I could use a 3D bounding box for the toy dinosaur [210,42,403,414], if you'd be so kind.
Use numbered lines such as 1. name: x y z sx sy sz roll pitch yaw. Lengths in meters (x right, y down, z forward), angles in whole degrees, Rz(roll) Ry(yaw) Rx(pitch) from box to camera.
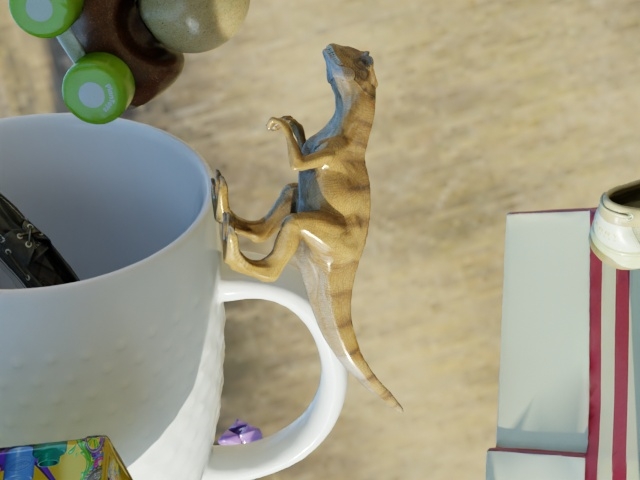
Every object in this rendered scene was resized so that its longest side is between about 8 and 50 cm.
1. toy dinosaur: 0.000 0.000 1.017 0.064 0.112 0.212 -146 56 -75

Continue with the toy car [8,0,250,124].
1. toy car: -0.112 -0.195 1.410 0.149 0.188 0.155 60 -158 -17

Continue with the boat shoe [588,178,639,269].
1. boat shoe: 0.233 -0.028 1.129 0.048 0.153 0.056 92 157 -48

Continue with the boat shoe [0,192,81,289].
1. boat shoe: -0.226 0.010 1.461 0.040 0.049 0.142 -25 106 42

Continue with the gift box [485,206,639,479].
1. gift box: 0.257 0.112 1.360 0.255 0.276 0.258 -4 82 47

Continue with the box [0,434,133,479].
1. box: -0.264 0.305 1.245 0.177 0.290 0.279 71 -164 -51

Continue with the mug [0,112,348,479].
1. mug: -0.164 0.103 1.499 0.276 0.374 0.328 -92 1 -58

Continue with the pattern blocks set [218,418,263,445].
1. pattern blocks set: -0.183 0.262 1.801 0.285 0.325 0.026 3 118 40
